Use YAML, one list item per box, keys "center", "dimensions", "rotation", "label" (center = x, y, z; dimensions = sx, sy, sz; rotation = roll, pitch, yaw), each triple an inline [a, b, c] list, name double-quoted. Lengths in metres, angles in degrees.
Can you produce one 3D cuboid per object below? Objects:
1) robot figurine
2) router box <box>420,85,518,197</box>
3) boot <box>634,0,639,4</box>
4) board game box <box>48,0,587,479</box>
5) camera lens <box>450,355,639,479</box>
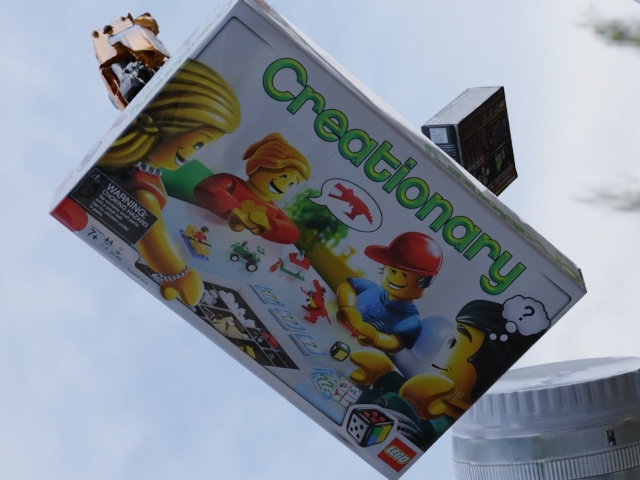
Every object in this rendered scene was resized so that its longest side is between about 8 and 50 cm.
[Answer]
- center: [-0.137, -0.107, 1.876]
  dimensions: [0.211, 0.085, 0.291]
  rotation: [61, 176, -34]
  label: "robot figurine"
- center: [0.135, -0.079, 1.760]
  dimensions: [0.122, 0.038, 0.092]
  rotation: [-39, -57, -56]
  label: "router box"
- center: [0.218, -0.197, 1.410]
  dimensions: [0.213, 0.165, 0.077]
  rotation: [63, -141, -62]
  label: "boot"
- center: [0.000, 0.000, 1.290]
  dimensions: [0.305, 0.193, 0.053]
  rotation: [39, -164, -14]
  label: "board game box"
- center: [0.245, 0.264, 1.890]
  dimensions: [0.219, 0.219, 0.274]
  rotation: [-14, -85, -65]
  label: "camera lens"
